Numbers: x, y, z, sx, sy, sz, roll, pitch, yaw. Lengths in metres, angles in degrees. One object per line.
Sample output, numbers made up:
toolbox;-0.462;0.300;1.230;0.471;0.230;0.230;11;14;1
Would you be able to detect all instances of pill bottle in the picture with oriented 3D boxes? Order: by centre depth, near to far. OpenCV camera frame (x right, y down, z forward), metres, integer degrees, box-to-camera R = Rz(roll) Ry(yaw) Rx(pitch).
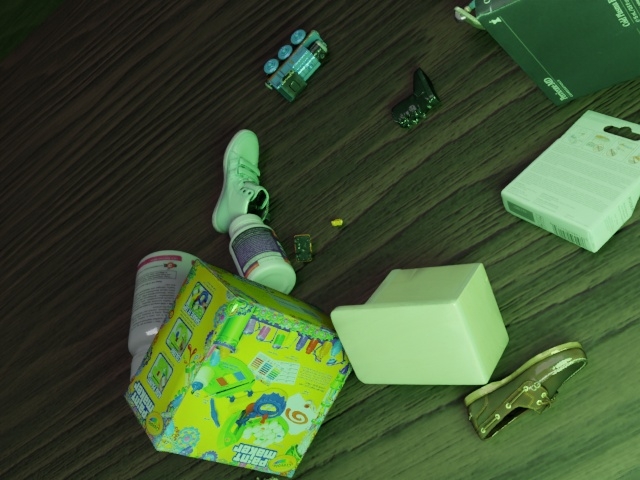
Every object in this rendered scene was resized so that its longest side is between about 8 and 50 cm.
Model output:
pill bottle;-0.131;0.032;1.641;0.108;0.108;0.193;-42;44;12
pill bottle;-0.331;0.178;1.682;0.160;0.160;0.283;-23;50;28

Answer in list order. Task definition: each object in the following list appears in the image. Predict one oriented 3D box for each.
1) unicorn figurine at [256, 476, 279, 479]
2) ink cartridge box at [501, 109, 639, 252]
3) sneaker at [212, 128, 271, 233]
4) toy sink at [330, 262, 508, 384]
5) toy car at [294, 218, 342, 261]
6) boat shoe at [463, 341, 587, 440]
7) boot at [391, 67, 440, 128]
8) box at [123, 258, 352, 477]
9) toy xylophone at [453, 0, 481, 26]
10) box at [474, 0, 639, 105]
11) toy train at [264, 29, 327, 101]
unicorn figurine;-0.103;0.489;1.357;0.111;0.060;0.162;-18;53;32
ink cartridge box;0.448;-0.104;1.285;0.232;0.066;0.189;-39;40;-16
sneaker;-0.156;-0.139;1.782;0.151;0.094;0.256;-2;72;47
toy sink;0.162;0.136;1.261;0.234;0.153;0.131;-9;24;37
toy car;0.000;0.000;1.616;0.122;0.060;0.040;-22;5;8
boat shoe;0.314;0.229;1.159;0.207;0.073;0.073;-39;46;25
boot;0.192;-0.296;1.623;0.099;0.045;0.121;-35;46;23
box;-0.131;0.227;1.345;0.177;0.290;0.279;34;96;52
toy xylophone;0.402;-0.522;1.489;0.322;0.081;0.236;-41;4;6
box;0.450;-0.403;1.231;0.312;0.343;0.179;-17;65;32
toy train;-0.058;-0.435;1.907;0.184;0.080;0.105;-46;52;4
